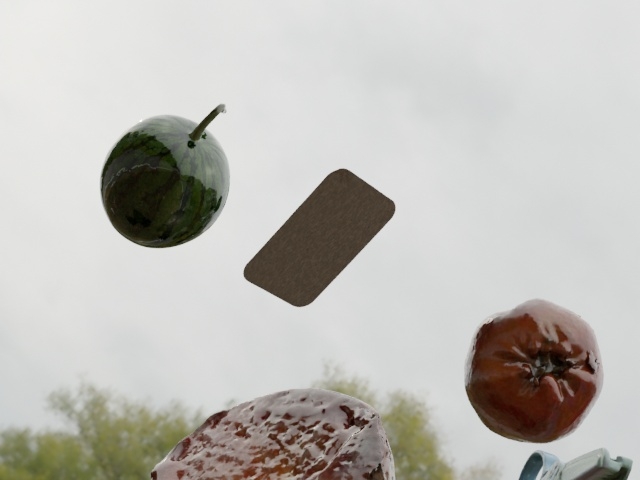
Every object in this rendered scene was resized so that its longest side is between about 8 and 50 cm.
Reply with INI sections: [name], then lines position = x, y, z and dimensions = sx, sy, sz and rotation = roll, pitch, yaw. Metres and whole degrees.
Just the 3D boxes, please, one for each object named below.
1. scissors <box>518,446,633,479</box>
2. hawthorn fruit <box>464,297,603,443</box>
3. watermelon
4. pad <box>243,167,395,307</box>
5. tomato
[scissors]
position = 0.219, 0.231, 1.007
dimensions = 0.030, 0.125, 0.256
rotation = 21, -25, 0
[hawthorn fruit]
position = 0.318, 0.221, 1.705
dimensions = 0.211, 0.211, 0.299
rotation = 31, -24, 16
[watermelon]
position = -0.160, -0.078, 1.191
dimensions = 0.140, 0.141, 0.187
rotation = 39, -56, 5
[pad]
position = 0.000, 0.000, 1.931
dimensions = 0.176, 0.266, 0.002
rotation = 31, 18, -40
[tomato]
position = -0.040, 0.303, 1.136
dimensions = 0.309, 0.309, 0.170
rotation = 3, -55, 46
